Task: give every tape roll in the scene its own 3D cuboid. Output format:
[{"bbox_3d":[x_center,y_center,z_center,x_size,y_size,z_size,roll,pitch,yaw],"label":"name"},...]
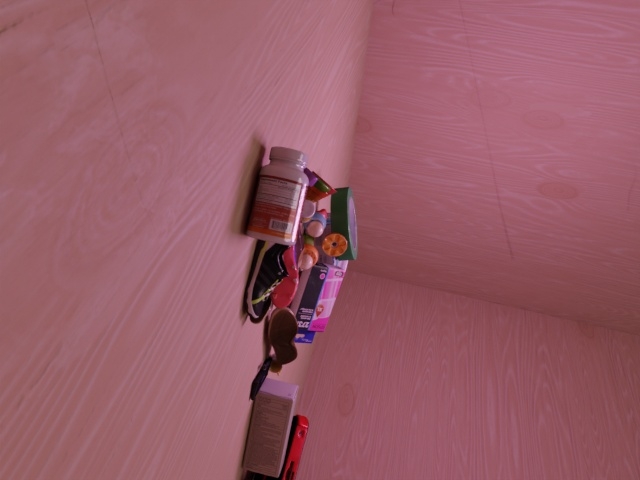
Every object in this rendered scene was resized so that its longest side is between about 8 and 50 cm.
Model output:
[{"bbox_3d":[0.107,-0.072,1.925,0.321,0.077,0.322,-5,90,-79],"label":"tape roll"}]

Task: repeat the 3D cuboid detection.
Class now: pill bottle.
[{"bbox_3d":[-0.058,-0.098,1.543,0.116,0.065,0.065,133,-28,-75],"label":"pill bottle"},{"bbox_3d":[-0.095,-0.103,1.028,0.121,0.121,0.217,22,81,-83],"label":"pill bottle"}]

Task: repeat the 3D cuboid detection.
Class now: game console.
[{"bbox_3d":[-0.187,0.932,1.800,0.342,0.060,0.387,-46,-163,43],"label":"game console"}]

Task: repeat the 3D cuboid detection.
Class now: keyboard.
[{"bbox_3d":[-0.208,0.475,1.554,0.180,0.023,0.108,-55,163,-75],"label":"keyboard"}]

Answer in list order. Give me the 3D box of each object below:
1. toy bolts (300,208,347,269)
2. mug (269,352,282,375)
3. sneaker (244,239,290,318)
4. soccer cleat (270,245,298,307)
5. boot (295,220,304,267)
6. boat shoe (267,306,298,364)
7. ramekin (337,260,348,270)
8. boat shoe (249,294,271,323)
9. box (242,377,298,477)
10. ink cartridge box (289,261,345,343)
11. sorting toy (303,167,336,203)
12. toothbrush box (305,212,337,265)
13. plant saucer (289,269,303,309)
[{"bbox_3d":[0.000,0.000,1.668,0.159,0.218,0.229,-94,-175,-63],"label":"toy bolts"},{"bbox_3d":[-0.175,0.473,1.686,0.064,0.062,0.078,-85,-168,-74],"label":"mug"},{"bbox_3d":[-0.134,0.098,1.159,0.084,0.097,0.235,-16,118,-82],"label":"sneaker"},{"bbox_3d":[-0.109,0.072,1.266,0.095,0.082,0.248,132,-42,-74],"label":"soccer cleat"},{"bbox_3d":[-0.110,0.013,1.393,0.248,0.090,0.207,-54,143,-71],"label":"boot"},{"bbox_3d":[-0.141,0.327,1.573,0.303,0.109,0.098,87,-20,-44],"label":"boat shoe"},{"bbox_3d":[0.039,0.143,2.283,0.277,0.135,0.278,-160,-90,-83],"label":"ramekin"},{"bbox_3d":[-0.164,0.178,1.251,0.048,0.056,0.153,88,8,-48],"label":"boat shoe"},{"bbox_3d":[-0.183,0.689,1.623,0.121,0.147,0.312,-41,144,-80],"label":"box"},{"bbox_3d":[-0.035,0.273,1.830,0.069,0.175,0.372,33,-73,52],"label":"ink cartridge box"},{"bbox_3d":[-0.044,-0.176,1.548,0.126,0.127,0.365,-49,174,9],"label":"sorting toy"},{"bbox_3d":[0.021,0.001,2.003,0.295,0.126,0.217,-56,144,-75],"label":"toothbrush box"},{"bbox_3d":[-0.093,0.272,2.035,0.259,0.047,0.259,80,23,-70],"label":"plant saucer"}]
